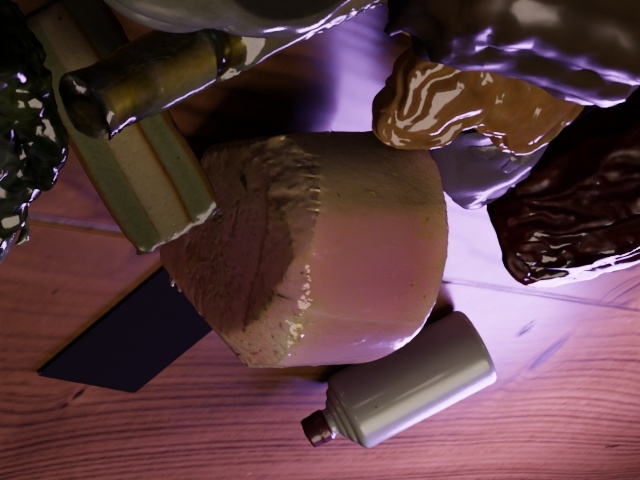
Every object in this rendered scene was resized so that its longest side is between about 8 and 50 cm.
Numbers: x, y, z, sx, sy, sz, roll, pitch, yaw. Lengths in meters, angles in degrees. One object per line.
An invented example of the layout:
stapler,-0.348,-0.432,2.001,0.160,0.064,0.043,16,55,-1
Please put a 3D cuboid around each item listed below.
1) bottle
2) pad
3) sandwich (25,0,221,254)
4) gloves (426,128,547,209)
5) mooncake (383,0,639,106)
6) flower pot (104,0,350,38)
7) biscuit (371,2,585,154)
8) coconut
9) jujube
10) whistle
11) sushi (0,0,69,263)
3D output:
bottle,0.090,0.185,1.895,0.245,0.104,0.104,-27,153,-6
pad,-0.156,0.078,1.576,0.245,0.006,0.170,-39,153,18
sandwich,-0.151,-0.087,1.122,0.079,0.163,0.113,-29,152,-2
gloves,0.147,-0.105,1.472,0.142,0.119,0.285,-2,161,15
mooncake,0.151,-0.253,0.976,0.187,0.324,0.324,12,142,-7
flower pot,-0.060,-0.239,0.877,0.246,0.195,0.246,-28,139,-28
biscuit,0.192,-0.208,1.285,0.376,0.051,0.269,-42,134,2
coconut,0.000,0.000,1.375,0.245,0.233,0.233,0,141,-44
jujube,0.342,-0.065,1.634,0.342,0.216,0.216,-26,154,4
whistle,-0.046,-0.164,1.125,0.326,0.068,0.057,-32,136,-30
sushi,-0.334,-0.046,0.996,0.352,0.178,0.294,-44,153,20
